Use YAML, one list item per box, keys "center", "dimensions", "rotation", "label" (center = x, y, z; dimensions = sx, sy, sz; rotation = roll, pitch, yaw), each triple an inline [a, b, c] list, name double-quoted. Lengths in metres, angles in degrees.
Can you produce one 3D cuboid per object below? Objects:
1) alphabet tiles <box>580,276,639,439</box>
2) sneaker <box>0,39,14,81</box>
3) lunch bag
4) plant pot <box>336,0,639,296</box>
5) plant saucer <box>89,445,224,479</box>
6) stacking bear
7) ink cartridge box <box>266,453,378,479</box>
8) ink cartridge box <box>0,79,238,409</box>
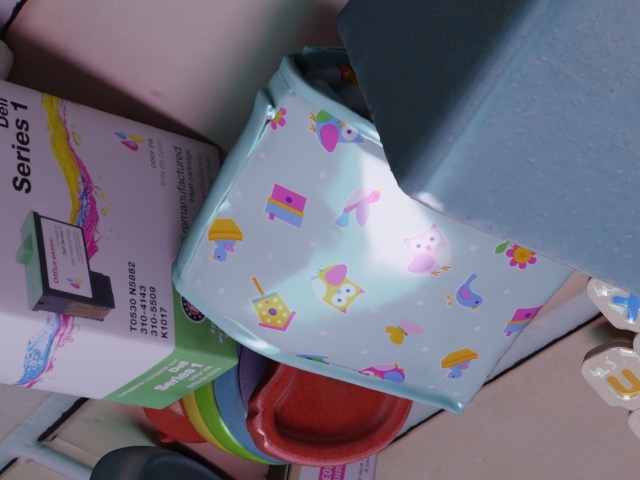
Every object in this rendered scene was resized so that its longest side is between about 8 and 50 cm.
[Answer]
- center: [0.369, 0.092, 1.266]
  dimensions: [0.284, 0.021, 0.278]
  rotation: [-32, 112, 33]
  label: "alphabet tiles"
- center: [-0.291, -0.103, 1.225]
  dimensions: [0.054, 0.061, 0.152]
  rotation: [18, 144, -9]
  label: "sneaker"
- center: [0.041, -0.013, 1.128]
  dimensions: [0.262, 0.160, 0.223]
  rotation: [20, 125, -18]
  label: "lunch bag"
- center: [0.190, -0.139, 0.876]
  dimensions: [0.248, 0.247, 0.252]
  rotation: [21, 116, -21]
  label: "plant pot"
- center: [-0.116, 0.340, 1.571]
  dimensions: [0.044, 0.317, 0.317]
  rotation: [-40, 123, 17]
  label: "plant saucer"
- center: [-0.065, 0.127, 1.363]
  dimensions: [0.164, 0.175, 0.289]
  rotation: [23, 159, -33]
  label: "stacking bear"
- center: [-0.008, 0.261, 1.469]
  dimensions: [0.088, 0.234, 0.193]
  rotation: [15, 144, -5]
  label: "ink cartridge box"
- center: [-0.212, 0.002, 1.151]
  dimensions: [0.278, 0.201, 0.117]
  rotation: [15, 146, -38]
  label: "ink cartridge box"
